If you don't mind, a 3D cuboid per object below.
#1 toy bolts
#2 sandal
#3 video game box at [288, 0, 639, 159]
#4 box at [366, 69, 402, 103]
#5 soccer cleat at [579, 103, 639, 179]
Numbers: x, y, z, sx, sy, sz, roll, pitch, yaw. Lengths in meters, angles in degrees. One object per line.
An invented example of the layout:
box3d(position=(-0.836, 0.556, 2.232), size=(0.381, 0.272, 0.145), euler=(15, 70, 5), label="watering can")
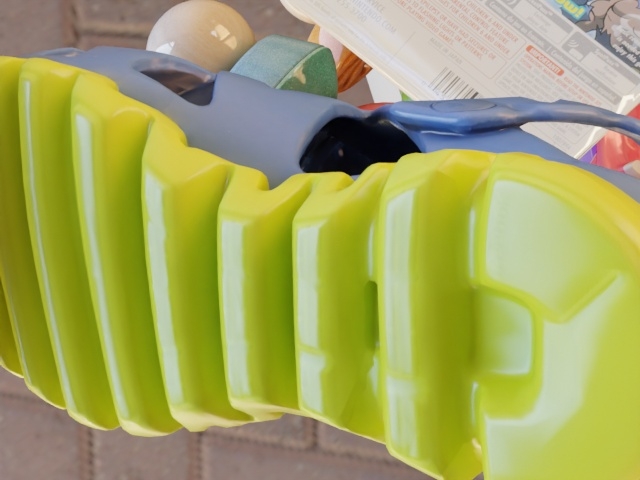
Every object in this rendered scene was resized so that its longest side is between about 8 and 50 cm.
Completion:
box3d(position=(-0.014, -0.068, 0.990), size=(0.158, 0.228, 0.218), euler=(39, 113, 8), label="toy bolts")
box3d(position=(0.000, 0.000, 0.575), size=(0.317, 0.138, 0.126), euler=(15, 114, 33), label="sandal")
box3d(position=(0.063, -0.138, 0.655), size=(0.205, 0.048, 0.187), euler=(38, 137, -6), label="video game box")
box3d(position=(0.158, -0.095, 1.738), size=(0.121, 0.148, 0.311), euler=(9, 122, 64), label="box")
box3d(position=(0.157, -0.078, 1.023), size=(0.095, 0.083, 0.248), euler=(-32, 53, 43), label="soccer cleat")
